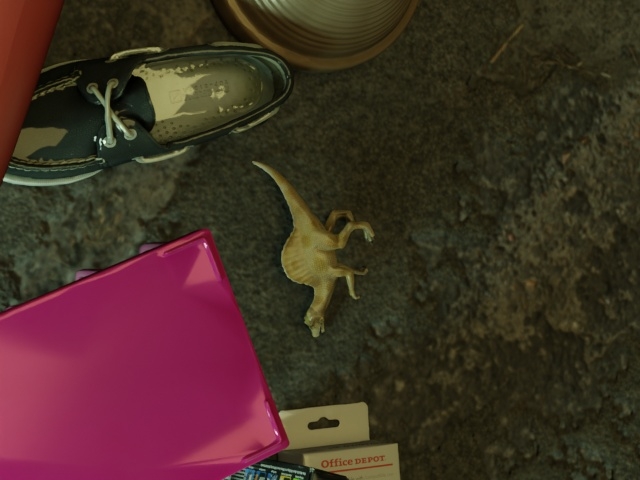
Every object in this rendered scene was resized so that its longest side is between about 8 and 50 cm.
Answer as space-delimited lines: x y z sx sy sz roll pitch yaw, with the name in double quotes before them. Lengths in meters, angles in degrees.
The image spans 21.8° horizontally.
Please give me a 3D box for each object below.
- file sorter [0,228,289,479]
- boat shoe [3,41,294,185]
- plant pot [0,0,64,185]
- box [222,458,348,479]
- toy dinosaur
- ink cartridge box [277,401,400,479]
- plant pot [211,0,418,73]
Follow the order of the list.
"file sorter" -0.218 0.138 1.429 0.291 0.182 0.202 -24 98 -24
"boat shoe" -0.168 -0.125 1.515 0.302 0.091 0.114 -21 96 -25
"plant pot" -0.352 -0.140 1.349 0.275 0.275 0.243 10 94 -25
"box" -0.052 0.290 1.495 0.045 0.191 0.184 18 80 -26
"toy dinosaur" 0.000 0.000 1.611 0.093 0.053 0.183 -17 95 -24
"ink cartridge box" 0.020 0.251 1.601 0.104 0.061 0.181 -4 88 -26
"plant pot" 0.011 -0.284 1.600 0.237 0.110 0.237 1 88 -26
